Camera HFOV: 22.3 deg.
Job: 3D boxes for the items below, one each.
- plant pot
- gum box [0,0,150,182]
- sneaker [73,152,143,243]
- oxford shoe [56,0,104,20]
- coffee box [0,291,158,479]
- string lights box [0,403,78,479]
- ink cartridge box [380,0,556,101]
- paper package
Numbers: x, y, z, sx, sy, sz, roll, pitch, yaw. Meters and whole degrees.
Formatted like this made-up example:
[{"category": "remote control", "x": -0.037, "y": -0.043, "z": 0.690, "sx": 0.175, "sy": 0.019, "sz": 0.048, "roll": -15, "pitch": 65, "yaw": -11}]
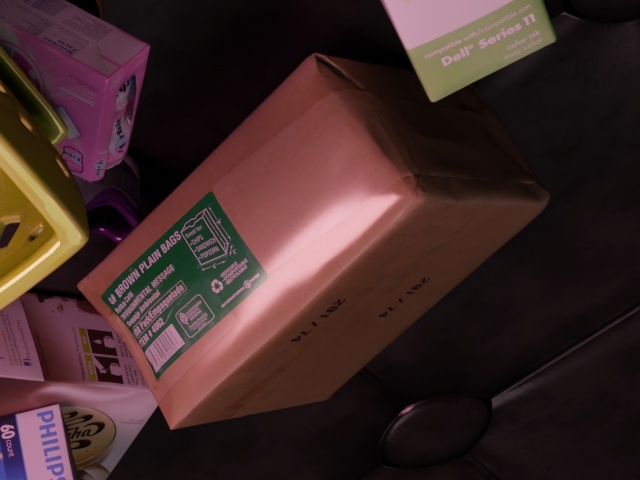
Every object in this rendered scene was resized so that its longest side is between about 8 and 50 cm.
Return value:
[{"category": "plant pot", "x": -0.316, "y": -0.064, "z": 1.159, "sx": 0.227, "sy": 0.207, "sz": 0.228, "roll": -33, "pitch": 119, "yaw": 12}, {"category": "gum box", "x": -0.228, "y": -0.137, "z": 1.288, "sx": 0.062, "sy": 0.188, "sz": 0.107, "roll": -49, "pitch": 163, "yaw": -46}, {"category": "sneaker", "x": -0.255, "y": -0.045, "z": 1.436, "sx": 0.223, "sy": 0.098, "sz": 0.083, "roll": 5, "pitch": 133, "yaw": -29}, {"category": "oxford shoe", "x": -0.212, "y": -0.150, "z": 1.361, "sx": 0.076, "sy": 0.076, "sz": 0.212, "roll": -13, "pitch": 141, "yaw": -15}, {"category": "coffee box", "x": -0.326, "y": 0.140, "z": 1.589, "sx": 0.297, "sy": 0.119, "sz": 0.168, "roll": 10, "pitch": 133, "yaw": -33}, {"category": "string lights box", "x": -0.353, "y": 0.253, "z": 1.506, "sx": 0.259, "sy": 0.133, "sz": 0.077, "roll": -14, "pitch": 144, "yaw": -8}, {"category": "ink cartridge box", "x": 0.053, "y": -0.300, "z": 1.212, "sx": 0.119, "sy": 0.207, "sz": 0.353, "roll": -25, "pitch": 140, "yaw": 5}, {"category": "paper package", "x": 0.000, "y": 0.000, "z": 1.476, "sx": 0.325, "sy": 0.168, "sz": 0.309, "roll": -42, "pitch": 161, "yaw": 22}]
